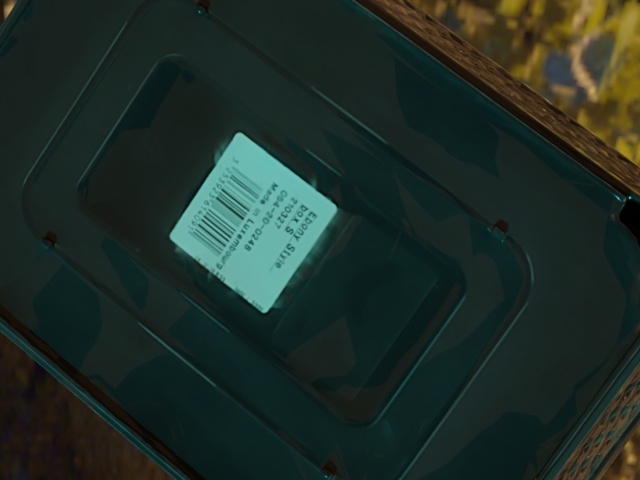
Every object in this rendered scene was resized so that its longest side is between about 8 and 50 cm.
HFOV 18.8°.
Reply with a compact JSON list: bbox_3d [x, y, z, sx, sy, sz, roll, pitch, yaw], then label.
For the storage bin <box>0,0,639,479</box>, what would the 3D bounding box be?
[{"bbox_3d":[0.000,0.000,0.498,0.180,0.122,0.084,38,-168,16],"label":"storage bin"}]
